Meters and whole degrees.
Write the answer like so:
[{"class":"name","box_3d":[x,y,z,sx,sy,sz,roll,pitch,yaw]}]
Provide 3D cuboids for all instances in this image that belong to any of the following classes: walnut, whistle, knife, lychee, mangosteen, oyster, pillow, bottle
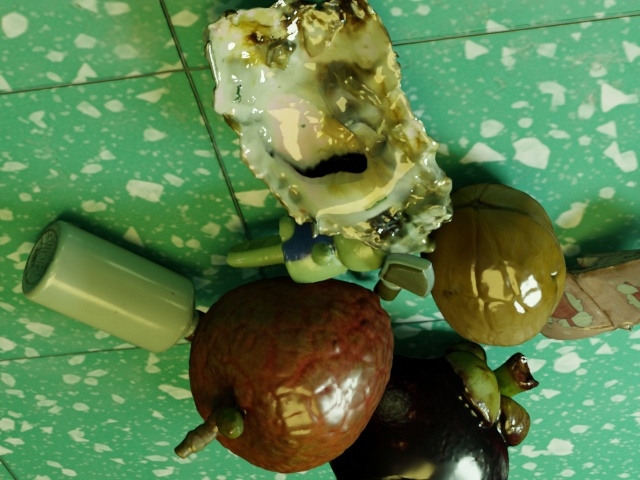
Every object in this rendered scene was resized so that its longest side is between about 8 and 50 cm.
[{"class":"walnut","box_3d":[0.197,0.030,1.563,0.167,0.167,0.207,-10,132,14]},{"class":"whistle","box_3d":[0.000,0.000,1.595,0.227,0.105,0.085,-8,111,16]},{"class":"knife","box_3d":[0.096,0.044,1.554,0.061,0.027,0.343,26,172,3]},{"class":"lychee","box_3d":[-0.048,0.158,1.635,0.300,0.255,0.255,-20,153,-32]},{"class":"mangosteen","box_3d":[0.148,0.250,1.792,0.287,0.233,0.287,3,136,3]},{"class":"oyster","box_3d":[0.011,-0.118,1.440,0.201,0.107,0.354,-21,120,12]},{"class":"pillow","box_3d":[0.346,0.063,1.675,0.248,0.049,0.135,-15,133,43]},{"class":"bottle","box_3d":[-0.234,0.068,1.677,0.245,0.104,0.104,26,136,-28]}]
